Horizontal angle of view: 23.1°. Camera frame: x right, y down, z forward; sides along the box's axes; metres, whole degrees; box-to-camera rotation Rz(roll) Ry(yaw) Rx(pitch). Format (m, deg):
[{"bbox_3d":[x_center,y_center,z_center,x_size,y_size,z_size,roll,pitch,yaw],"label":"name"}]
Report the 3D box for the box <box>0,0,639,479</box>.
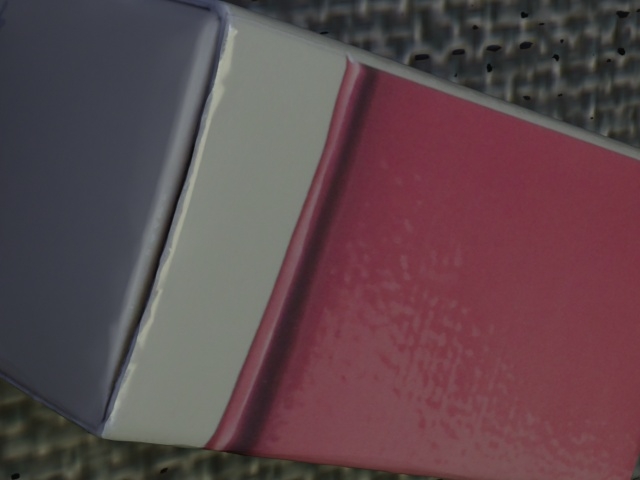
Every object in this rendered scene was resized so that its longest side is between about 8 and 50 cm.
[{"bbox_3d":[0.000,0.000,0.542,0.232,0.149,0.126,13,95,-39],"label":"box"}]
